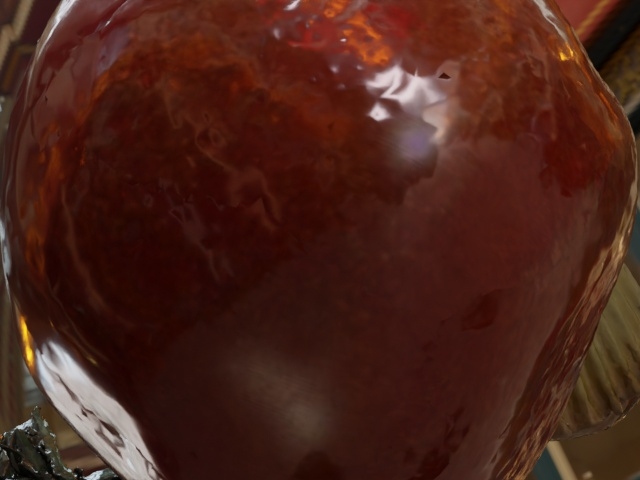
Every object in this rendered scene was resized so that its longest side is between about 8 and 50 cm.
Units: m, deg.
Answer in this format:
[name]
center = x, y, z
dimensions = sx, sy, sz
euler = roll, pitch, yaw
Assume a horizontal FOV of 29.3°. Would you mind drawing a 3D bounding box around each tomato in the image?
[tomato]
center = 0.000, 0.000, 0.593
dimensions = 0.290, 0.293, 0.325
euler = -41, -19, -26

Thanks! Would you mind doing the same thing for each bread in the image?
[bread]
center = 0.167, 0.068, 1.085
dimensions = 0.236, 0.183, 0.388
euler = -14, 10, 10

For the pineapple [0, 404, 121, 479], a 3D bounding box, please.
[pineapple]
center = -0.208, 0.284, 1.158
dimensions = 0.166, 0.165, 0.364
euler = -30, -55, 14
